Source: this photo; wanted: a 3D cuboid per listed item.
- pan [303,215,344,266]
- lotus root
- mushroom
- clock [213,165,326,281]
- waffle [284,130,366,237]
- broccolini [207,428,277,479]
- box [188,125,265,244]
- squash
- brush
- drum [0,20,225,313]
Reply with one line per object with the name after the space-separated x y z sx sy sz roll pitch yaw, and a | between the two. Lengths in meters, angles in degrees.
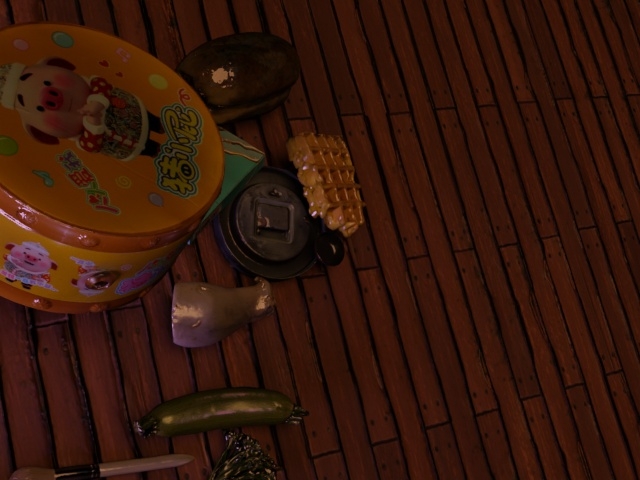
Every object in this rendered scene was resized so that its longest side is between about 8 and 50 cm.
-0.001 0.000 1.607 0.115 0.023 0.068 51 53 -15 | pan
-0.152 -0.316 1.609 0.160 0.152 0.275 41 41 22 | lotus root
-0.171 0.126 1.489 0.225 0.093 0.116 0 98 -34 | mushroom
-0.096 -0.030 1.611 0.226 0.049 0.226 10 68 -25 | clock
0.020 -0.105 1.651 0.160 0.055 0.211 -3 72 -58 | waffle
-0.148 0.453 1.411 0.123 0.062 0.271 20 58 -3 | broccolini
-0.230 -0.116 1.543 0.162 0.041 0.229 32 59 12 | box
-0.171 0.289 1.443 0.318 0.080 0.071 0 90 -29 | squash
-0.343 0.370 1.357 0.299 0.039 0.042 2 34 -29 | brush
-0.369 -0.111 1.287 0.431 0.214 0.431 20 45 -22 | drum
